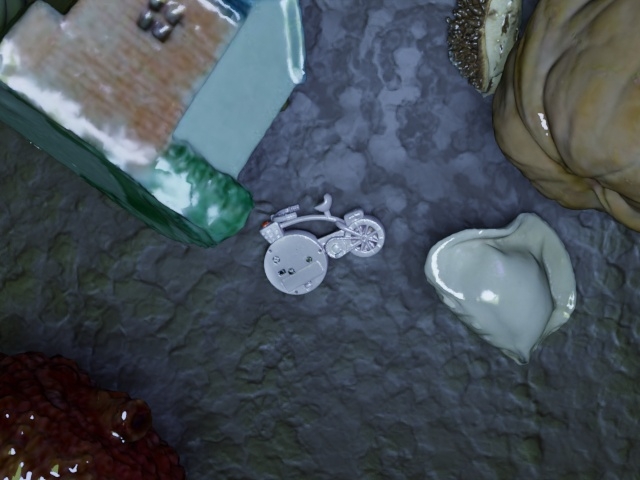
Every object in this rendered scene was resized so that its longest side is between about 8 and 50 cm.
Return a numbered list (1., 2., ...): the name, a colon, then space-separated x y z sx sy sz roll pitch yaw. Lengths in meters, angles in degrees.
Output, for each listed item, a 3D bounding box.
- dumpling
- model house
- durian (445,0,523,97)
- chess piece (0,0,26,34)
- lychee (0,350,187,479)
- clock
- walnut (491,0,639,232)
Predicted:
1. dumpling: 0.188 0.034 1.274 0.169 0.100 0.134 39 86 -7
2. model house: -0.123 -0.195 1.197 0.267 0.194 0.325 37 79 -18
3. durian: 0.160 -0.208 1.270 0.066 0.052 0.130 0 106 -38
4. chess piece: -0.389 -0.202 1.129 0.182 0.330 0.182 0 98 2
5. lychee: -0.280 0.257 1.224 0.306 0.306 0.330 41 102 -5
6. clock: 0.000 0.000 1.299 0.129 0.041 0.087 -22 102 10
7. walnut: 0.312 -0.140 1.146 0.285 0.296 0.285 -2 94 -21
